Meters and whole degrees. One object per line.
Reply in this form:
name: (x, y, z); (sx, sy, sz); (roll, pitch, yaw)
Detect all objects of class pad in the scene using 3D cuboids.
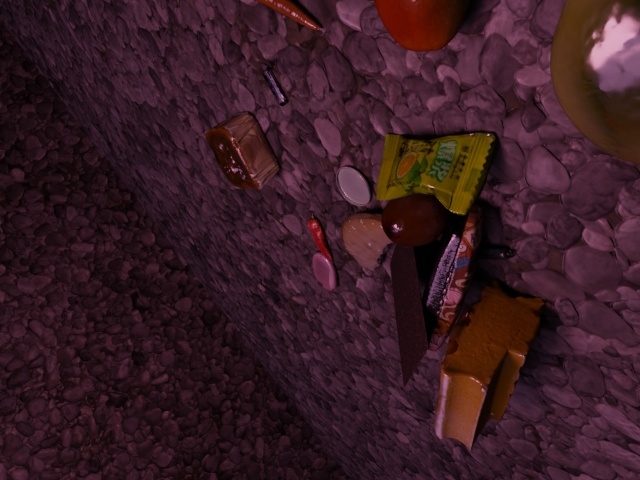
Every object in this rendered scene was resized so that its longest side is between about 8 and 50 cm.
pad: (0.191, 0.129, 1.022); (0.004, 0.331, 0.220); (2, 144, -3)

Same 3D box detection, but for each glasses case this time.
glasses case: (0.255, 0.079, 0.916); (0.082, 0.122, 0.321); (18, 121, 18)

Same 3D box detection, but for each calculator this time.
calculator: (0.014, 0.104, 1.479); (0.103, 0.024, 0.166); (29, 144, 35)

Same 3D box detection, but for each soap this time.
soap: (0.337, 0.266, 0.957); (0.143, 0.259, 0.281); (26, 146, 29)

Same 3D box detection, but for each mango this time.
mango: (0.127, -0.406, 0.623); (0.146, 0.129, 0.289); (9, 122, 50)

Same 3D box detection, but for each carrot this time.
carrot: (-0.081, -0.480, 0.929); (0.216, 0.048, 0.048); (38, 149, 15)

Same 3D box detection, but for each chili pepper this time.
chili pepper: (0.000, 0.000, 1.376); (0.045, 0.027, 0.178); (13, 135, 48)

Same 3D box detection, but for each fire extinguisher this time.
fire extinguisher: (0.347, 0.026, 0.903); (0.038, 0.025, 0.083); (23, 166, -31)

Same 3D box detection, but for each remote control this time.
remote control: (-0.113, -0.373, 1.124); (0.039, 0.014, 0.096); (-8, 115, 59)

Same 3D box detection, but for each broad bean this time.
broad bean: (0.374, -0.211, 0.492); (0.237, 0.119, 0.291); (8, 133, 40)

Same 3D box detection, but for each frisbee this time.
frisbee: (0.081, -0.132, 1.119); (0.110, 0.014, 0.110); (35, 147, 26)

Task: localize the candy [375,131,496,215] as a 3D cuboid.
candy: (0.189, -0.131, 0.846); (0.069, 0.149, 0.246); (20, 177, -34)

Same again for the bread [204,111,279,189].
bread: (-0.234, -0.252, 1.341); (0.192, 0.109, 0.210); (10, 132, 53)

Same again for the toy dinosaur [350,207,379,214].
toy dinosaur: (0.115, -0.059, 1.138); (0.113, 0.026, 0.041); (26, 152, 29)

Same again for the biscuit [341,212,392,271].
biscuit: (0.112, -0.005, 1.157); (0.141, 0.038, 0.290); (37, 156, 7)

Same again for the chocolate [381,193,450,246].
chocolate: (0.191, -0.043, 0.938); (0.124, 0.133, 0.127); (42, 153, 10)
